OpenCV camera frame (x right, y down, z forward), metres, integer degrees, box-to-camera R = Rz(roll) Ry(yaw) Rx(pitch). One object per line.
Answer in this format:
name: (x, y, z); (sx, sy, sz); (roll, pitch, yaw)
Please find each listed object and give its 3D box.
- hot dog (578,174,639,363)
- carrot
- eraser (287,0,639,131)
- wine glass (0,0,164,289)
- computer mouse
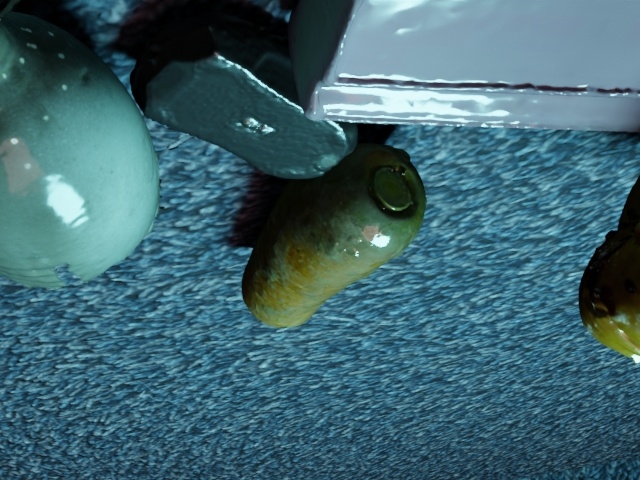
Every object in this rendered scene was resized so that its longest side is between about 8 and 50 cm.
hot dog: (0.397, -0.045, 0.977); (0.367, 0.196, 0.365); (-46, 173, -36)
carrot: (0.000, 0.000, 1.124); (0.139, 0.138, 0.302); (5, 151, -26)
eraser: (0.177, -0.197, 0.797); (0.359, 0.122, 0.272); (-1, 153, -18)
wine glass: (-0.238, -0.101, 0.784); (0.191, 0.190, 0.357); (-9, 154, 0)
computer mouse: (-0.059, -0.128, 0.913); (0.217, 0.073, 0.122); (24, 137, -39)
